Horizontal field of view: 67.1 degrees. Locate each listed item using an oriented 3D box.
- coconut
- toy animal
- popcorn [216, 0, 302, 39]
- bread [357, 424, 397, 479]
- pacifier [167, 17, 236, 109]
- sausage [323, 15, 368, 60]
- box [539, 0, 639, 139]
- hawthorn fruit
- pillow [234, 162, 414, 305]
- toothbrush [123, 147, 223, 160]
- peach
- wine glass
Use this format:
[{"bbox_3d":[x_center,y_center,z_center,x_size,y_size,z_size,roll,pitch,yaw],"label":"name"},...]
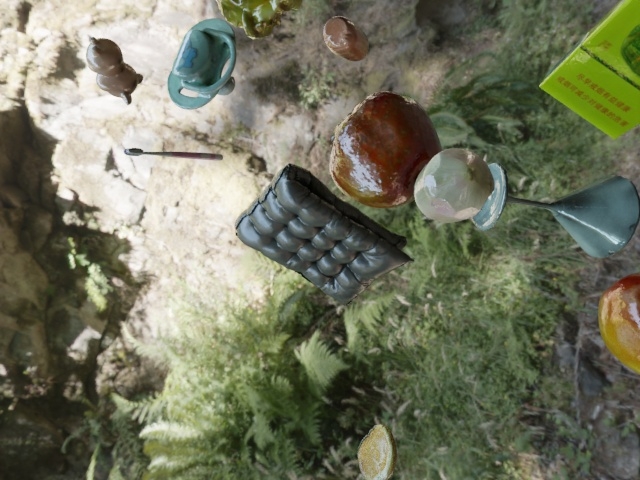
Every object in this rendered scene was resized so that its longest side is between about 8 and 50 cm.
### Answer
[{"bbox_3d":[0.305,-0.121,1.082,0.183,0.170,0.171,150,136,-77],"label":"coconut"},{"bbox_3d":[-0.403,-0.331,0.934,0.084,0.089,0.150,-57,-18,-11],"label":"toy animal"},{"bbox_3d":[-0.119,-0.512,0.950,0.169,0.189,0.218,-39,8,-32],"label":"popcorn"},{"bbox_3d":[0.110,0.415,0.939,0.110,0.024,0.110,-44,36,43],"label":"bread"},{"bbox_3d":[-0.170,-0.268,0.764,0.116,0.126,0.151,27,-103,-62],"label":"pacifier"},{"bbox_3d":[0.027,-0.196,0.474,0.083,0.034,0.034,-35,-40,-70],"label":"sausage"},{"bbox_3d":[0.538,-0.309,0.789,0.047,0.187,0.335,-53,-2,-18],"label":"box"},{"bbox_3d":[0.243,-0.293,1.654,0.403,0.402,0.404,15,-90,-85],"label":"hawthorn fruit"},{"bbox_3d":[0.000,0.000,1.011,0.228,0.326,0.101,-41,28,40],"label":"pillow"},{"bbox_3d":[-0.365,-0.221,1.241,0.286,0.025,0.020,-7,-88,-49],"label":"toothbrush"},{"bbox_3d":[0.926,0.236,1.296,0.332,0.307,0.308,-102,25,-80],"label":"peach"},{"bbox_3d":[0.687,-0.106,1.453,0.267,0.405,0.268,-170,90,-82],"label":"wine glass"}]
